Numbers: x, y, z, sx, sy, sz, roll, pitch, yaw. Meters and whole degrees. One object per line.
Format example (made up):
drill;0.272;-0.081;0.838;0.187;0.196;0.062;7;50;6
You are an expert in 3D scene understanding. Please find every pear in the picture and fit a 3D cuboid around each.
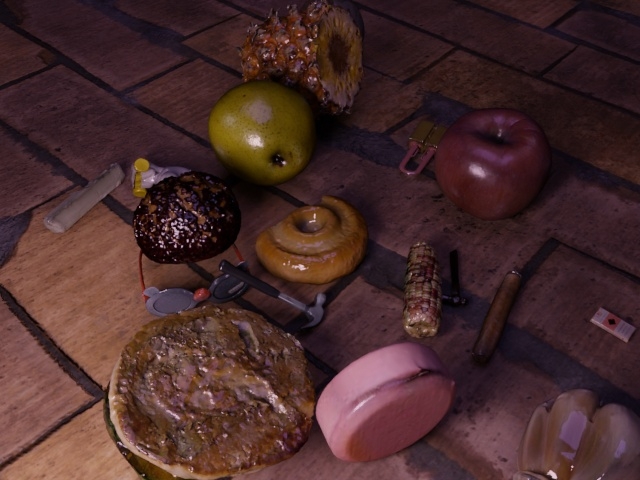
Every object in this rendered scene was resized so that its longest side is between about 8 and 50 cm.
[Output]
pear;-0.147;-0.275;1.606;0.294;0.294;0.294;1;45;-1

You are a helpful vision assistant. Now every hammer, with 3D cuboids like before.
hammer;0.305;0.079;1.437;0.065;0.021;0.178;5;45;5
hammer;-0.104;0.111;1.311;0.246;0.029;0.103;28;52;-15

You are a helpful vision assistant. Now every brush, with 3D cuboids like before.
brush;0.285;-0.248;1.748;0.103;0.047;0.233;21;50;18

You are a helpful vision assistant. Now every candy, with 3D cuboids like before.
candy;0.116;0.275;1.070;0.255;0.255;0.094;-16;47;-17

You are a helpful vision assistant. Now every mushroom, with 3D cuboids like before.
mushroom;0.015;-0.698;2.086;0.243;0.243;0.243;1;45;-1

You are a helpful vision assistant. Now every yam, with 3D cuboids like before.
yam;0.379;0.162;1.338;0.046;0.046;0.264;22;49;19

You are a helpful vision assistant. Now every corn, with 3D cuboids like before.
corn;0.224;0.102;1.369;0.086;0.086;0.253;6;43;4

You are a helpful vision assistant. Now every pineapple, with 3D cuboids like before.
pineapple;-0.059;-0.510;1.783;0.300;0.352;0.352;3;43;24

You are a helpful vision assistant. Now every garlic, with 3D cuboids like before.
garlic;0.472;0.380;1.081;0.292;0.210;0.237;-36;22;-26

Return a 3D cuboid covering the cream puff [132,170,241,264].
cream puff;-0.290;-0.054;1.353;0.239;0.165;0.239;-6;26;3

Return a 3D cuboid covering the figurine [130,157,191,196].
figurine;-0.404;-0.164;1.621;0.178;0.109;0.129;8;23;1

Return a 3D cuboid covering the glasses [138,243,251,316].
glasses;-0.297;0.037;1.397;0.234;0.118;0.268;-17;48;-16

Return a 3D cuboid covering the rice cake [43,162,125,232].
rice cake;-0.592;-0.109;1.576;0.052;0.057;0.256;21;48;17

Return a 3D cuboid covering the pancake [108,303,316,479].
pancake;-0.175;0.244;1.062;0.356;0.065;0.356;11;46;-11

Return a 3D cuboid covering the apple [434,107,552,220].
apple;0.424;-0.188;1.558;0.305;0.235;0.306;-1;46;1

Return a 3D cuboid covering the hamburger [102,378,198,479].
hamburger;-0.243;0.300;1.124;0.265;0.134;0.285;-22;58;-37

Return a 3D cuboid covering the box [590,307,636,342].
box;0.631;0.182;1.348;0.083;0.012;0.046;33;54;28

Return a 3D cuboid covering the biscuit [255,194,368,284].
biscuit;0.000;-0.001;1.461;0.213;0.091;0.274;33;51;30
